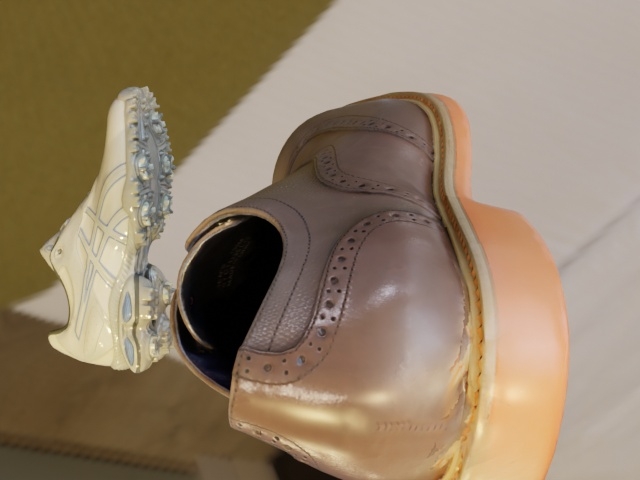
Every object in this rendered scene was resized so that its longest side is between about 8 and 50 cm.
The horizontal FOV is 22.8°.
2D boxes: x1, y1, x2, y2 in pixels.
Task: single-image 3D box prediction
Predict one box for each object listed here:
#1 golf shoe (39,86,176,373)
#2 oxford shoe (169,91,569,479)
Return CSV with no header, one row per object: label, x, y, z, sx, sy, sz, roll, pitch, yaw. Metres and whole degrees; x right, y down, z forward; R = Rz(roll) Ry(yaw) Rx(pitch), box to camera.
golf shoe,-0.135,-0.008,0.976,0.086,0.176,0.069,2,-178,14
oxford shoe,0.000,0.000,0.712,0.133,0.363,0.130,5,103,-10
